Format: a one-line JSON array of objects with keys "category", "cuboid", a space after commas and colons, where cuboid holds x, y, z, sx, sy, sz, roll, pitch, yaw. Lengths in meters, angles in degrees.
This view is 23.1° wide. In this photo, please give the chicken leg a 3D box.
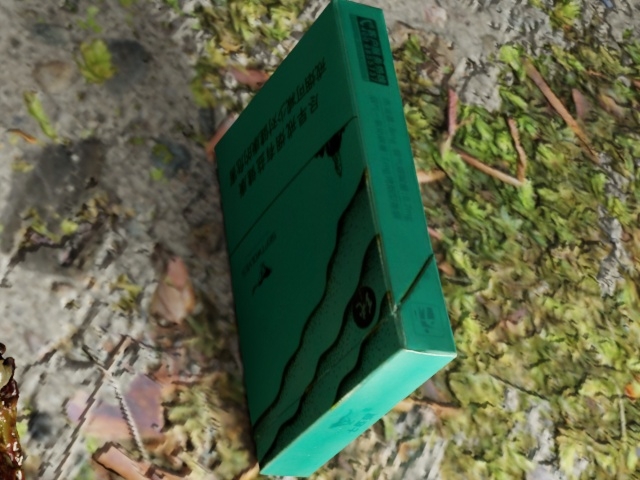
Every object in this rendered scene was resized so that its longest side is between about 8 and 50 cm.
[{"category": "chicken leg", "cuboid": [-0.160, 0.103, 0.776, 0.037, 0.062, 0.145, 7, 49, -31]}]

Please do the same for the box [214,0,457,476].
[{"category": "box", "cuboid": [0.000, 0.000, 0.892, 0.042, 0.161, 0.226, 8, 55, -28]}]

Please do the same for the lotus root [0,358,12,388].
[{"category": "lotus root", "cuboid": [-0.285, 0.037, 0.687, 0.303, 0.131, 0.146, 20, 60, -33]}]
